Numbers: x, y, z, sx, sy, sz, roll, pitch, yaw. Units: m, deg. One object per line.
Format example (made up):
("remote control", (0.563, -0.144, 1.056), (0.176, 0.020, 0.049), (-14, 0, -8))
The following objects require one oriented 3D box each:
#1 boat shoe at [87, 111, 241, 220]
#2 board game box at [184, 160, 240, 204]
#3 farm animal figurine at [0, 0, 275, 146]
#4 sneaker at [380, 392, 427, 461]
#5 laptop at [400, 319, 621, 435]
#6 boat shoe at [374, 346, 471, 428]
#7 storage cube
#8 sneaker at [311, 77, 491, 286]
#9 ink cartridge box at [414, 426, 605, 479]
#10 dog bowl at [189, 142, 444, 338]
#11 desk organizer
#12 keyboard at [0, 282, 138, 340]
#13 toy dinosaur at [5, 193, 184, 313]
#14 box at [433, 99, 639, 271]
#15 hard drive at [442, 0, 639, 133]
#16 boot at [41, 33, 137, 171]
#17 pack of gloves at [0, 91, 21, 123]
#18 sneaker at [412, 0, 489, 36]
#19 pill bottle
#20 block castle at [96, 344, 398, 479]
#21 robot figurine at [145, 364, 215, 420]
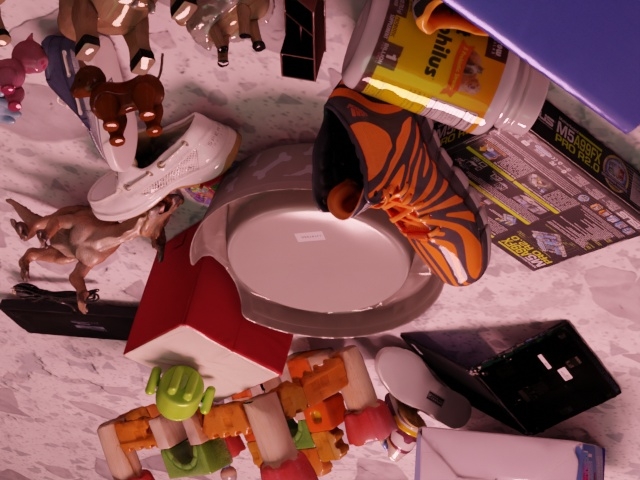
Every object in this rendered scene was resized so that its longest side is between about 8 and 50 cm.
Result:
("boat shoe", (-0.231, -0.110, 1.859), (0.277, 0.098, 0.096), (-23, 131, 36))
("board game box", (-0.121, -0.063, 1.944), (0.169, 0.033, 0.133), (13, 150, 2))
("farm animal figurine", (-0.263, -0.268, 1.531), (0.327, 0.172, 0.330), (-30, 144, 27))
("sneaker", (0.127, 0.312, 2.340), (0.070, 0.084, 0.185), (32, -172, -5))
("laptop", (0.307, 0.200, 2.221), (0.264, 0.136, 0.234), (-29, 135, 16))
("boat shoe", (0.157, 0.244, 2.294), (0.219, 0.077, 0.070), (41, 167, -30))
("storage cube", (-0.155, 0.104, 2.081), (0.184, 0.193, 0.215), (30, 148, -25))
("sneaker", (0.082, -0.047, 1.635), (0.125, 0.180, 0.321), (-10, 118, 43))
("ink cartridge box", (0.333, 0.403, 2.332), (0.270, 0.151, 0.395), (3, 173, 18))
("dog bowl", (0.000, 0.000, 1.889), (0.349, 0.102, 0.348), (4, 144, 3))
("desk organizer", (-0.021, -0.242, 1.582), (0.047, 0.050, 0.130), (10, 150, 7))
("keyboard", (-0.411, 0.122, 2.384), (0.317, 0.033, 0.201), (2, 154, 19))
("toy dinosaur", (-0.336, -0.013, 2.047), (0.296, 0.200, 0.127), (18, 131, 44))
("box", (0.261, -0.072, 1.738), (0.270, 0.060, 0.216), (32, 146, -27))
("hard drive", (0.267, -0.259, 1.365), (0.319, 0.040, 0.210), (31, 122, -25))
("boot", (-0.295, -0.178, 1.764), (0.086, 0.069, 0.190), (7, 123, 24))
("pack of gloves", (-0.532, -0.209, 1.865), (0.232, 0.046, 0.195), (4, 149, 17))
("sneaker", (0.196, -0.251, 1.443), (0.215, 0.083, 0.084), (1, 146, 20))
("pill bottle", (0.140, -0.191, 1.532), (0.215, 0.117, 0.117), (19, 150, -9))
("block castle", (-0.122, 0.338, 2.287), (0.453, 0.303, 0.212), (-16, 96, 42))
("robot figurine", (-0.209, 0.227, 2.051), (0.101, 0.067, 0.115), (18, 150, -4))
